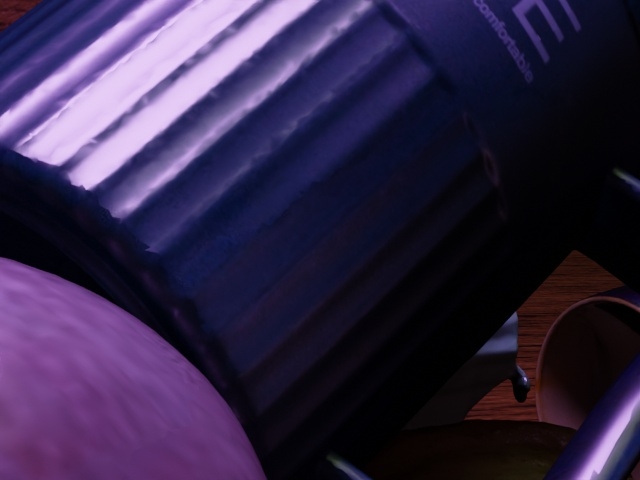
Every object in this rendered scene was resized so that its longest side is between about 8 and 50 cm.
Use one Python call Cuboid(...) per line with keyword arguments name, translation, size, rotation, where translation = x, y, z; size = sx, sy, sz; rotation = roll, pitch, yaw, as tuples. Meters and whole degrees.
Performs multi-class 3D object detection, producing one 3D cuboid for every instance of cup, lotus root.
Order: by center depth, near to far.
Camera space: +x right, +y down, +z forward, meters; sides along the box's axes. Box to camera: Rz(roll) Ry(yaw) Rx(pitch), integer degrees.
Cuboid(name="cup", translation=(-0.012, 0.003, 0.816), size=(0.292, 0.308, 0.242), rotation=(-42, 9, -39))
Cuboid(name="lotus root", translation=(0.064, 0.141, 0.856), size=(0.221, 0.118, 0.125), rotation=(-3, 9, -25))
Cuboid(name="cup", translation=(0.267, 0.095, 1.175), size=(0.177, 0.166, 0.239), rotation=(-7, 9, -36))

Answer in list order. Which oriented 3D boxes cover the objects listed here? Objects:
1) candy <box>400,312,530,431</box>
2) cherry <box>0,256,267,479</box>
Cuboid(name="candy", translation=(-0.081, 0.087, 1.120), size=(0.263, 0.172, 0.398), rotation=(-4, -1, -23))
Cuboid(name="cherry", translation=(-0.147, 0.118, 0.583), size=(0.261, 0.221, 0.307), rotation=(5, 24, 13))
